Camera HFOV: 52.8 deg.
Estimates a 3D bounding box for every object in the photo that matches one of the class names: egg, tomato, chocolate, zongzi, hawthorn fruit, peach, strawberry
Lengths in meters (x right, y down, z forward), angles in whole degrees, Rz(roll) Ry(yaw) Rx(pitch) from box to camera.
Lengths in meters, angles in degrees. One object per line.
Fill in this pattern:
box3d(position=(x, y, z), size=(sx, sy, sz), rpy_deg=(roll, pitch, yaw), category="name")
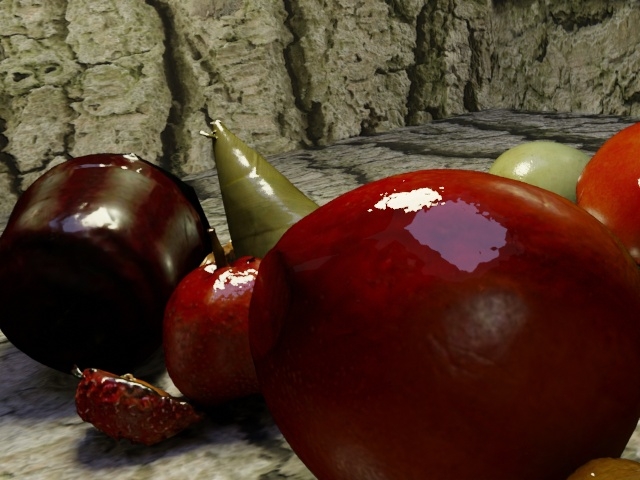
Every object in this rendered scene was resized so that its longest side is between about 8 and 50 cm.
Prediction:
box3d(position=(0.500, -0.104, 1.404), size=(0.296, 0.218, 0.218), rpy_deg=(3, 14, -18), category="egg")
box3d(position=(0.639, -0.093, 1.188), size=(0.299, 0.226, 0.298), rpy_deg=(7, 49, -8), category="tomato")
box3d(position=(-0.372, 0.066, 1.112), size=(0.384, 0.383, 0.331), rpy_deg=(-10, 33, -6), category="chocolate")
box3d(position=(0.000, 0.000, 1.032), size=(0.181, 0.417, 0.447), rpy_deg=(-34, 26, -34), category="zongzi")
box3d(position=(-0.122, 0.111, 0.928), size=(0.230, 0.265, 0.210), rpy_deg=(-3, 24, 16), category="hawthorn fruit")
box3d(position=(0.115, 0.100, 0.653), size=(0.389, 0.387, 0.388), rpy_deg=(-7, 18, 2), category="peach")
box3d(position=(-0.263, 0.232, 0.891), size=(0.192, 0.085, 0.140), rpy_deg=(24, -16, -10), category="strawberry")

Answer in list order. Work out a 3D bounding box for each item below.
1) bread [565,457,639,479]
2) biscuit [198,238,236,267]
box3d(position=(0.238, 0.245, 0.402), size=(0.232, 0.246, 0.135), rpy_deg=(0, 1, -4), category="bread")
box3d(position=(-0.187, 0.076, 1.252), size=(0.043, 0.183, 0.280), rpy_deg=(27, -5, 12), category="biscuit")
